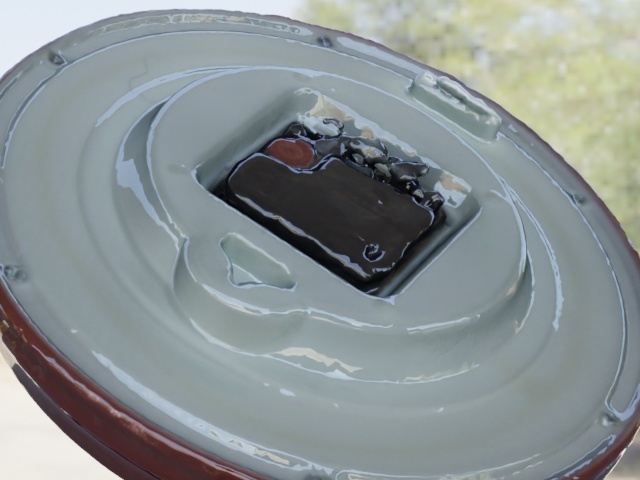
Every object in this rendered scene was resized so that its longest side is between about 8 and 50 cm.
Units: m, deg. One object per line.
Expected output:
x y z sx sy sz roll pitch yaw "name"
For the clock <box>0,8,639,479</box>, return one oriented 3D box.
0.000 0.000 0.832 0.318 0.318 0.080 -3 -45 -31 "clock"
